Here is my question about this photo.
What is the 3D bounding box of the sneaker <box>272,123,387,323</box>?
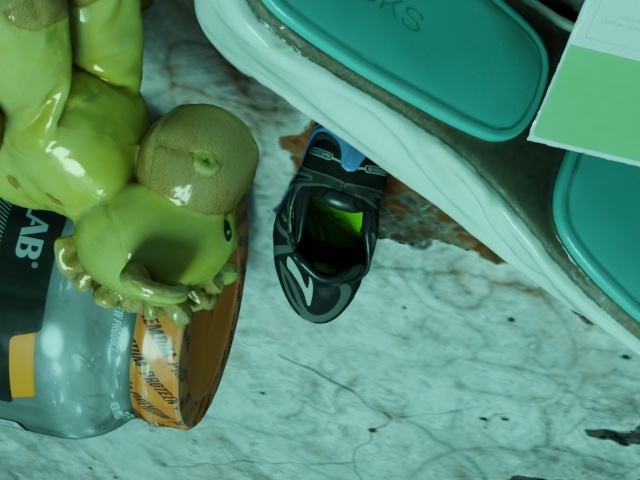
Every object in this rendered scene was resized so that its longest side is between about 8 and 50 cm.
[{"bbox_3d":[0.000,0.000,0.954,0.067,0.078,0.188,17,148,1],"label":"sneaker"}]

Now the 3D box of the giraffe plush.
[{"bbox_3d":[-0.109,-0.039,0.787,0.170,0.181,0.210,39,129,8],"label":"giraffe plush"}]

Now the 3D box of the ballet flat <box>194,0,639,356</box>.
[{"bbox_3d":[0.101,-0.051,0.812,0.400,0.139,0.139,34,144,-17],"label":"ballet flat"}]

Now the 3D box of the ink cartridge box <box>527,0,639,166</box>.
[{"bbox_3d":[0.201,-0.124,0.646,0.171,0.056,0.235,13,137,-5],"label":"ink cartridge box"}]

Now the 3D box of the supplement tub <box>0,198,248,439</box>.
[{"bbox_3d":[-0.216,0.013,0.967,0.316,0.193,0.193,10,147,9],"label":"supplement tub"}]
